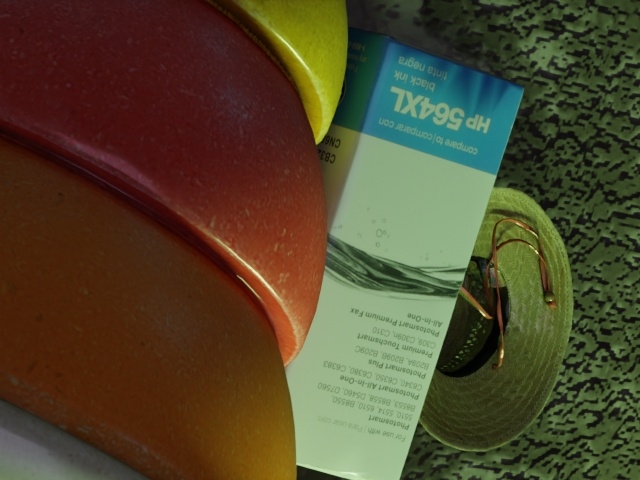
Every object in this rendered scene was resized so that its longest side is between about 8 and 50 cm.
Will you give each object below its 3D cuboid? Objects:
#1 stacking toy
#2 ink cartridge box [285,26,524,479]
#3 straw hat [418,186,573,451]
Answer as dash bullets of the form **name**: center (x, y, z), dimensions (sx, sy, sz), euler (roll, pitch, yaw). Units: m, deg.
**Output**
- **stacking toy**: center (-0.106, -0.073, 0.857), dimensions (0.350, 0.350, 0.480), euler (34, 66, -29)
- **ink cartridge box**: center (0.000, 0.000, 0.961), dimensions (0.086, 0.148, 0.203), euler (17, 92, -30)
- **straw hat**: center (0.069, 0.041, 1.056), dimensions (0.144, 0.061, 0.145), euler (-1, 92, -42)
